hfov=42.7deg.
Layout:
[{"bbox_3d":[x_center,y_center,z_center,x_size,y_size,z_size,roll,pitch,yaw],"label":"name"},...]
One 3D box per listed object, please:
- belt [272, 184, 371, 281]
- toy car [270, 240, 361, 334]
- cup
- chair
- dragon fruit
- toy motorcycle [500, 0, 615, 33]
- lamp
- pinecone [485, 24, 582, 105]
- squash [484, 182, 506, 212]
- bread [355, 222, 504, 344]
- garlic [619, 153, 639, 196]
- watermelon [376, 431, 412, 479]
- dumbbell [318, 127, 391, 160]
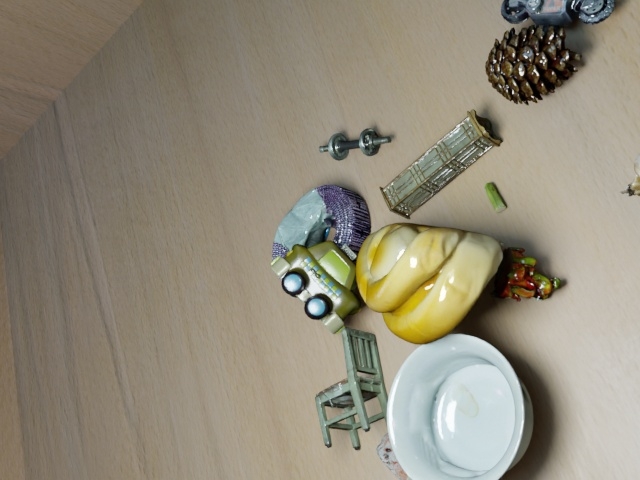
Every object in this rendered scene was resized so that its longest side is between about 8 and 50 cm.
[{"bbox_3d":[0.000,0.000,2.280,0.260,0.122,0.325,37,104,37],"label":"belt"},{"bbox_3d":[0.014,0.098,2.109,0.198,0.204,0.248,-43,85,-3],"label":"toy car"},{"bbox_3d":[0.332,0.390,1.822,0.347,0.163,0.347,-14,68,39],"label":"cup"},{"bbox_3d":[0.075,0.378,2.077,0.147,0.136,0.271,-30,59,30],"label":"chair"},{"bbox_3d":[0.451,0.091,1.853,0.175,0.142,0.138,23,129,22],"label":"dragon fruit"},{"bbox_3d":[0.577,-0.592,1.963,0.307,0.108,0.173,20,81,45],"label":"toy motorcycle"},{"bbox_3d":[0.301,-0.189,2.088,0.325,0.089,0.090,-42,52,26],"label":"lamp"},{"bbox_3d":[0.494,-0.420,1.924,0.204,0.179,0.184,-33,95,24],"label":"pinecone"},{"bbox_3d":[0.422,-0.107,1.993,0.027,0.027,0.083,-40,54,26],"label":"squash"},{"bbox_3d":[0.243,0.054,1.875,0.329,0.245,0.424,-43,8,-4],"label":"bread"},{"bbox_3d":[0.697,-0.080,1.644,0.207,0.207,0.257,22,91,44],"label":"garlic"},{"bbox_3d":[0.197,0.503,1.980,0.139,0.071,0.187,-12,77,47],"label":"watermelon"},{"bbox_3d":[0.094,-0.270,2.308,0.254,0.081,0.082,-3,75,42],"label":"dumbbell"}]
